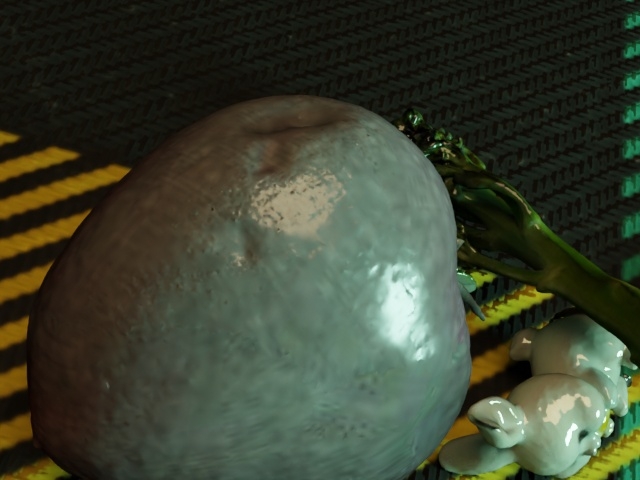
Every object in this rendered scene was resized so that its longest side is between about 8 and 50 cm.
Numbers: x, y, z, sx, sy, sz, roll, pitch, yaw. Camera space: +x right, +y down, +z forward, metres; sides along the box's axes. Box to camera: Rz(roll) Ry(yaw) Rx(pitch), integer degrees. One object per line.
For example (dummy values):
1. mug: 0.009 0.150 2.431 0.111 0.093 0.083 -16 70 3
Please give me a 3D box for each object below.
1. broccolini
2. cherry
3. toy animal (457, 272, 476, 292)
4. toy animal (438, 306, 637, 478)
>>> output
1. broccolini: 0.135 0.040 0.576 0.079 0.074 0.392 28 15 -38
2. cherry: -0.022 0.036 0.522 0.266 0.213 0.183 -23 28 -19
3. toy animal: -0.006 0.011 0.654 0.217 0.041 0.075 23 48 -1
4. toy animal: 0.136 0.095 0.600 0.085 0.071 0.124 31 51 10
